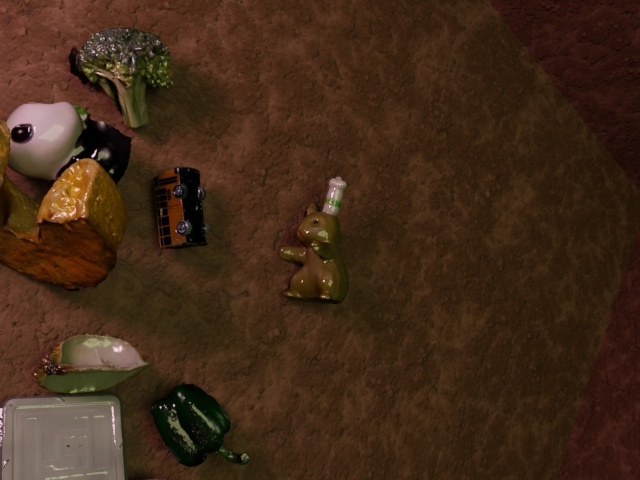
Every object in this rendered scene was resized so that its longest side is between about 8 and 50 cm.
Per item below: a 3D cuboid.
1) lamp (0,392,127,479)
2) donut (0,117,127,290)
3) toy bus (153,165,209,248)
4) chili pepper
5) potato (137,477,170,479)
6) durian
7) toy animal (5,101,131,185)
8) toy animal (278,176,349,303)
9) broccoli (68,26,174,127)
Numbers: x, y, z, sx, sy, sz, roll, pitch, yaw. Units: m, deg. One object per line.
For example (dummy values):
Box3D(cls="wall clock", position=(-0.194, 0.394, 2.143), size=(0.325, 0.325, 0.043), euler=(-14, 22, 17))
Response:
Box3D(cls="lamp", position=(-0.566, 0.475, 1.447), size=(0.266, 0.047, 0.269), euler=(5, 59, -34))
Box3D(cls="donut", position=(-0.614, -0.072, 1.375), size=(0.435, 0.378, 0.163), euler=(24, 55, -11))
Box3D(cls="toy bus", position=(-0.361, -0.081, 1.681), size=(0.098, 0.114, 0.201), euler=(2, 80, -63))
Box3D(cls="chili pepper", position=(-0.293, 0.472, 1.603), size=(0.165, 0.174, 0.261), euler=(-39, 99, -27))
Box3D(cls="potato", position=(-0.430, 0.685, 1.498), size=(0.299, 0.116, 0.239), euler=(-14, 66, -37))
Box3D(cls="durian", position=(-0.525, 0.280, 1.502), size=(0.252, 0.139, 0.144), euler=(14, 71, -31))
Box3D(cls="toy animal", position=(-0.582, -0.215, 1.500), size=(0.266, 0.212, 0.213), euler=(33, 66, -32))
Box3D(cls="toy animal", position=(-0.013, 0.008, 1.869), size=(0.180, 0.181, 0.363), euler=(-4, 86, -43))
Box3D(cls="broccoli", position=(-0.486, -0.405, 1.631), size=(0.246, 0.263, 0.243), euler=(-6, 114, -2))
